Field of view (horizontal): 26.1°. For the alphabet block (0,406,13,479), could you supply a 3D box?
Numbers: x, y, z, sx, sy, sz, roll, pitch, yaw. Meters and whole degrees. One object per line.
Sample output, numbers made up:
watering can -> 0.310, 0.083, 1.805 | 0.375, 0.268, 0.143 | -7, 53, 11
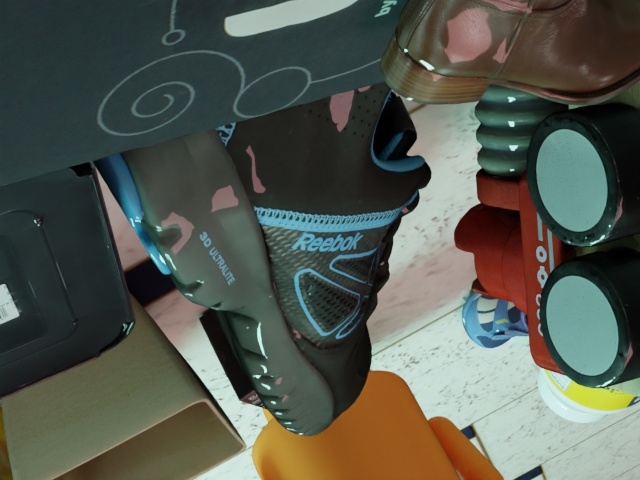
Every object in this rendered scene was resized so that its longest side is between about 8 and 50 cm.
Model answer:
alphabet block -> -0.220, 0.230, 0.819 | 0.197, 0.193, 0.192 | -35, 157, 13

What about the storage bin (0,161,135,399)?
storage bin -> -0.154, -0.004, 0.564 | 0.122, 0.084, 0.180 | -23, 155, -12

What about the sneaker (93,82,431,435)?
sneaker -> 0.000, 0.000, 0.690 | 0.140, 0.125, 0.341 | -32, 158, -3

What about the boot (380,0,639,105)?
boot -> 0.077, -0.085, 0.362 | 0.106, 0.037, 0.114 | -16, 150, -33

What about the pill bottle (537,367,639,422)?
pill bottle -> 0.236, 0.079, 1.124 | 0.103, 0.103, 0.184 | -20, 155, -18

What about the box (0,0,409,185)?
box -> -0.044, -0.128, 0.364 | 0.270, 0.143, 0.165 | -18, 154, -22

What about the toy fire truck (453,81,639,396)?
toy fire truck -> 0.114, -0.059, 0.670 | 0.158, 0.217, 0.246 | -14, -166, -30

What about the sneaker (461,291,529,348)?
sneaker -> 0.148, 0.051, 1.026 | 0.053, 0.059, 0.144 | -21, 156, -22

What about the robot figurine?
robot figurine -> 0.035, 0.178, 0.958 | 0.128, 0.219, 0.158 | -41, 152, 27

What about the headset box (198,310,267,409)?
headset box -> -0.038, 0.072, 0.864 | 0.032, 0.062, 0.083 | -34, 155, 10

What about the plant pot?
plant pot -> -0.119, 0.088, 0.765 | 0.109, 0.096, 0.109 | -28, 156, -3
